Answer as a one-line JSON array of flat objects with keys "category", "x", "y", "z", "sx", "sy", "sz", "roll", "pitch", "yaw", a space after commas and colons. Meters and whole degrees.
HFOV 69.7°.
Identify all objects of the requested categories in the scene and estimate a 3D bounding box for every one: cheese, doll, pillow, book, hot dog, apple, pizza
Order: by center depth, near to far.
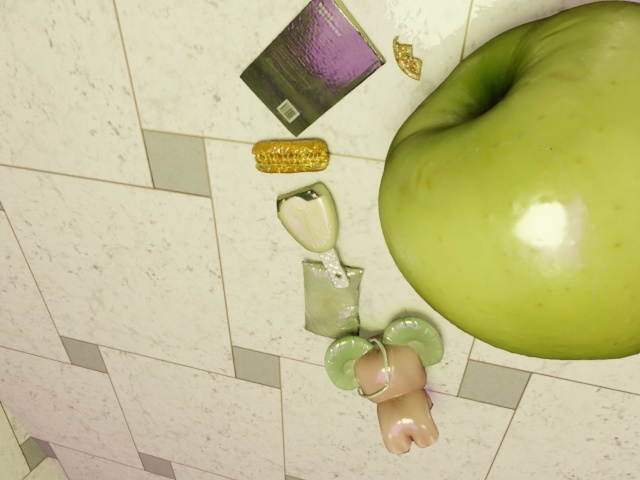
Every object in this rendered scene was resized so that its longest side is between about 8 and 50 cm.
[{"category": "apple", "x": 0.320, "y": -0.059, "z": 0.630, "sx": 0.474, "sy": 0.473, "sz": 0.473, "roll": 9, "pitch": 126, "yaw": 12}, {"category": "pizza", "x": 0.147, "y": -0.308, "z": 0.780, "sx": 0.037, "sy": 0.016, "sz": 0.083, "roll": -28, "pitch": 110, "yaw": 25}, {"category": "book", "x": -0.020, "y": -0.310, "z": 0.829, "sx": 0.228, "sy": 0.024, "sz": 0.160, "roll": -32, "pitch": 110, "yaw": 33}, {"category": "hot dog", "x": -0.058, "y": -0.168, "z": 0.926, "sx": 0.165, "sy": 0.045, "sz": 0.071, "roll": 2, "pitch": 122, "yaw": 18}, {"category": "cheese", "x": 0.000, "y": 0.000, "z": 1.005, "sx": 0.127, "sy": 0.054, "sz": 0.251, "roll": -15, "pitch": 112, "yaw": 26}, {"category": "doll", "x": 0.168, "y": 0.322, "z": 1.090, "sx": 0.284, "sy": 0.216, "sz": 0.268, "roll": -23, "pitch": 110, "yaw": 11}, {"category": "pillow", "x": 0.028, "y": 0.150, "z": 1.119, "sx": 0.148, "sy": 0.050, "sz": 0.229, "roll": 4, "pitch": 122, "yaw": 8}]
